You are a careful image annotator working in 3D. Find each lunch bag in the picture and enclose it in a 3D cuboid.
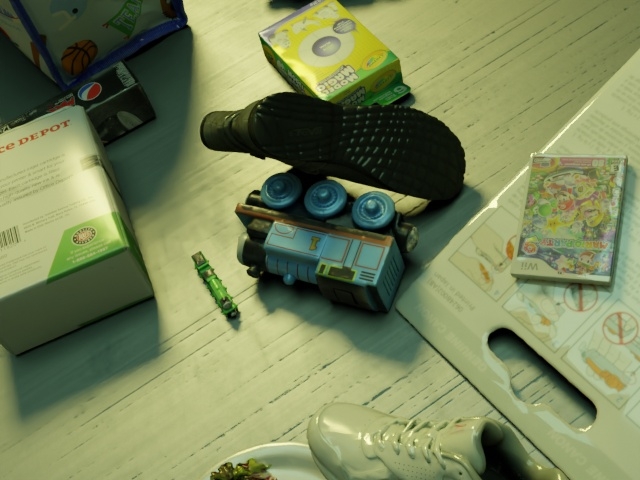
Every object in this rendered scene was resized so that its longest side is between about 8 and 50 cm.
[{"bbox_3d":[-0.375,-0.417,1.074,0.239,0.385,0.328,-38,56,-15],"label":"lunch bag"}]

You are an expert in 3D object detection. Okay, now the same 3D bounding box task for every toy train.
[{"bbox_3d":[-0.106,0.042,0.906,0.017,0.023,0.083,-31,54,-10],"label":"toy train"},{"bbox_3d":[0.000,0.000,0.880,0.184,0.080,0.105,13,65,21],"label":"toy train"}]

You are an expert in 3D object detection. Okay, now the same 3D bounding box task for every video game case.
[{"bbox_3d":[0.222,-0.021,0.809,0.087,0.011,0.122,4,69,26],"label":"video game case"}]

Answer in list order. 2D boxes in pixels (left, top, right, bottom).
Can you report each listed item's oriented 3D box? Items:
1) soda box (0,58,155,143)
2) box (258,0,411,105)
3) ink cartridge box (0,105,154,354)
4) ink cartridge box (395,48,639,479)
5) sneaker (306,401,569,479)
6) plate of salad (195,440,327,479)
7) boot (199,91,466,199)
[{"bbox_3d":[-0.282,-0.137,1.054,0.169,0.060,0.053,-31,53,-9],"label":"soda box"},{"bbox_3d":[0.016,-0.204,1.045,0.105,0.043,0.179,-32,56,-10],"label":"box"},{"bbox_3d":[-0.284,-0.017,0.946,0.160,0.092,0.219,-23,53,-4],"label":"ink cartridge box"},{"bbox_3d":[0.306,0.026,0.809,0.385,0.091,0.308,-46,57,0],"label":"ink cartridge box"},{"bbox_3d":[0.096,0.167,0.706,0.232,0.115,0.090,19,43,20],"label":"sneaker"},{"bbox_3d":[-0.039,0.250,0.726,0.200,0.048,0.200,-6,54,9],"label":"plate of salad"},{"bbox_3d":[0.013,-0.100,0.928,0.246,0.161,0.083,12,89,-24],"label":"boot"}]
